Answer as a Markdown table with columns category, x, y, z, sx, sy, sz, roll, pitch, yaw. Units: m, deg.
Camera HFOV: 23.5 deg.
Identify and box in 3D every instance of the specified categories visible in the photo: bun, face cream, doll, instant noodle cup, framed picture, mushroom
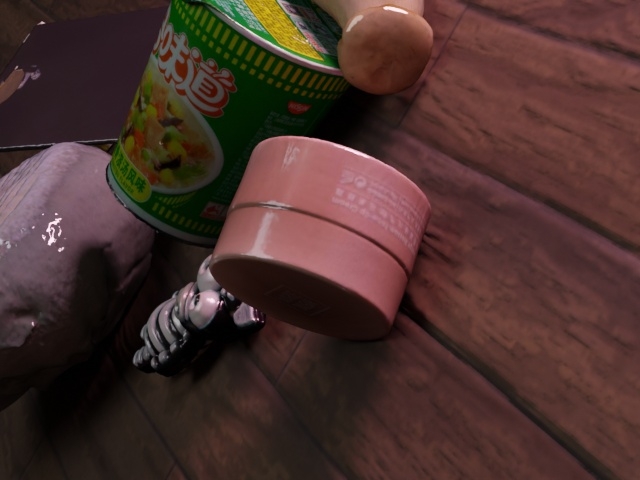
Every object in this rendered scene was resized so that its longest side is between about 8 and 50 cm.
| category | x | y | z | sx | sy | sz | roll | pitch | yaw |
| --- | --- | --- | --- | --- | --- | --- | --- | --- | --- |
| bun | -0.331 | 0.058 | 1.679 | 0.354 | 0.194 | 0.354 | -40 | 17 | 14 |
| face cream | 0.000 | 0.000 | 1.182 | 0.149 | 0.149 | 0.104 | -13 | 52 | 58 |
| doll | -0.108 | 0.068 | 1.416 | 0.219 | 0.067 | 0.091 | -29 | 36 | 47 |
| instant noodle cup | -0.094 | -0.128 | 1.458 | 0.232 | 0.207 | 0.207 | -57 | 24 | 25 |
| framed picture | -0.259 | -0.192 | 1.804 | 0.324 | 0.013 | 0.244 | -3 | 44 | 30 |
| mushroom | 0.041 | -0.228 | 1.398 | 0.247 | 0.108 | 0.096 | -113 | 28 | -50 |

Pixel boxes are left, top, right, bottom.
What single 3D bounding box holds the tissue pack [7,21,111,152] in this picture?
| category | x | y | z | sx | sy | sz | roll | pitch | yaw |
| --- | --- | --- | --- | --- | --- | --- | --- | --- | --- |
| tissue pack | -0.323 | -0.195 | 1.998 | 0.099 | 0.149 | 0.106 | -47 | 29 | 27 |
